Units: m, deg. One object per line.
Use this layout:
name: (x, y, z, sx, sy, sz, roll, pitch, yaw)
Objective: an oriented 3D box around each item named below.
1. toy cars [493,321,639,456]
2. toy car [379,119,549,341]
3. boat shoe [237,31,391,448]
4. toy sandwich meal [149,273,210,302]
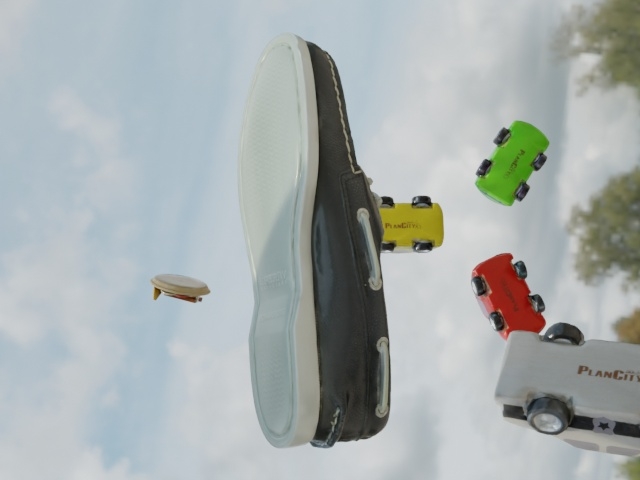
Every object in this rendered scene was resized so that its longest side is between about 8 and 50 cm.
toy cars: (0.338, 0.100, 1.073, 0.176, 0.394, 0.087, -124, 17, -47)
toy car: (0.180, -0.030, 1.402, 0.225, 0.239, 0.053, -57, -1, -13)
boat shoe: (0.000, 0.000, 0.935, 0.091, 0.114, 0.302, 0, -89, -28)
toy sandwich meal: (-0.177, 0.064, 1.586, 0.085, 0.086, 0.029, -19, -58, -70)
